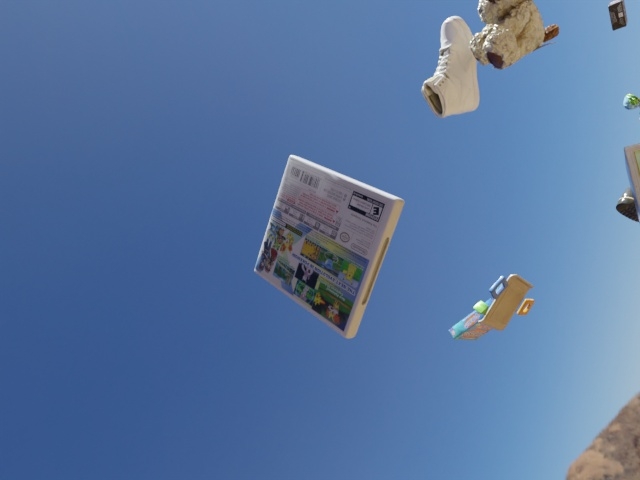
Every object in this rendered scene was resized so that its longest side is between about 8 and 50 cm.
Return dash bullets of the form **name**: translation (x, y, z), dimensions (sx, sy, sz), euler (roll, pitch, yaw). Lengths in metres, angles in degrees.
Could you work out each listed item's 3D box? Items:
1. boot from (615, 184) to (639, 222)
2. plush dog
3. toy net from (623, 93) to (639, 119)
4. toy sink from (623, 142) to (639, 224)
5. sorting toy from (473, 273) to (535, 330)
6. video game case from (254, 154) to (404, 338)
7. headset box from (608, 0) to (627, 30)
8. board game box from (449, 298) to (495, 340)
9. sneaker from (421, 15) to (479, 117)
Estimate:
- **boot**: translation (0.901, -0.096, 1.234), dimensions (0.137, 0.197, 0.077), euler (-56, 1, -16)
- **plush dog**: translation (0.490, -0.596, 1.215), dimensions (0.226, 0.210, 0.262), euler (62, -164, -20)
- **toy net**: translation (1.326, -0.507, 1.872), dimensions (0.045, 0.232, 0.122), euler (-52, -7, 9)
- **toy sink**: translation (0.748, -0.093, 0.975), dimensions (0.131, 0.152, 0.235), euler (27, -122, -51)
- **sorting toy**: translation (0.608, 0.204, 1.547), dimensions (0.347, 0.047, 0.196), euler (24, -78, -45)
- **video game case**: translation (0.000, 0.000, 1.017), dimensions (0.036, 0.328, 0.300), euler (5, -72, -48)
- **headset box**: translation (0.755, -0.575, 1.183), dimensions (0.083, 0.032, 0.062), euler (-46, -62, -46)
- **board game box**: translation (0.612, 0.302, 1.760), dimensions (0.160, 0.047, 0.210), euler (11, -47, -40)
- **sneaker**: translation (0.389, -0.529, 1.438), dimensions (0.169, 0.108, 0.293), euler (-21, -77, -23)
